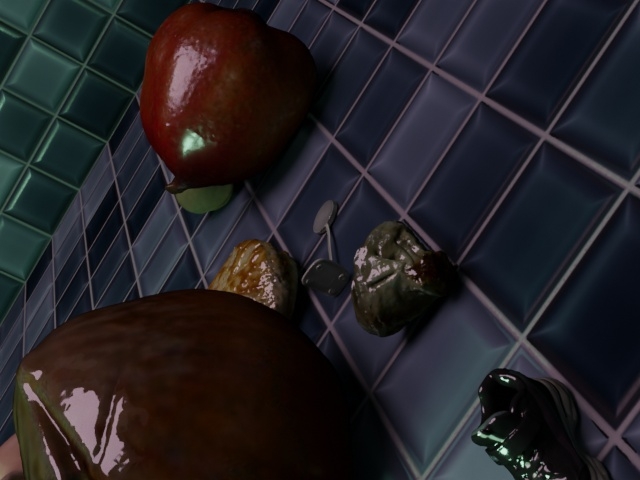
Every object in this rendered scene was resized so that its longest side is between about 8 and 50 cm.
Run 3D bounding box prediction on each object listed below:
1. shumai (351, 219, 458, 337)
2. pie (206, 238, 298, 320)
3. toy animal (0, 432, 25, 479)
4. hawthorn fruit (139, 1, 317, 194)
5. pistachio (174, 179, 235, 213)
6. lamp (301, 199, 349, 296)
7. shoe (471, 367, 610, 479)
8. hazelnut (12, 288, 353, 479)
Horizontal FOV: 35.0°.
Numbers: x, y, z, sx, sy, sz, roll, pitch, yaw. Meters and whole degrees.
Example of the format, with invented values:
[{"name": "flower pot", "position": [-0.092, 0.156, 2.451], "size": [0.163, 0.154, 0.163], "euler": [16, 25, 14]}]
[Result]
[{"name": "shumai", "position": [0.094, 0.044, 1.060], "size": [0.087, 0.099, 0.123], "euler": [10, 97, 44]}, {"name": "pie", "position": [-0.101, 0.088, 1.398], "size": [0.205, 0.084, 0.178], "euler": [10, 75, 64]}, {"name": "toy animal", "position": [-0.335, 0.395, 1.314], "size": [0.237, 0.269, 0.326], "euler": [-15, 55, 53]}, {"name": "hawthorn fruit", "position": [-0.156, -0.238, 1.644], "size": [0.295, 0.295, 0.311], "euler": [-30, 37, 50]}, {"name": "pistachio", "position": [-0.202, -0.106, 1.806], "size": [0.149, 0.113, 0.113], "euler": [121, 162, -47]}, {"name": "lamp", "position": [0.000, 0.000, 1.337], "size": [0.050, 0.056, 0.198], "euler": [-55, 21, 24]}, {"name": "shoe", "position": [0.157, 0.158, 0.783], "size": [0.071, 0.099, 0.169], "euler": [-47, 28, 26]}, {"name": "hazelnut", "position": [-0.152, 0.227, 1.074], "size": [0.359, 0.359, 0.409], "euler": [-61, 15, 3]}]
